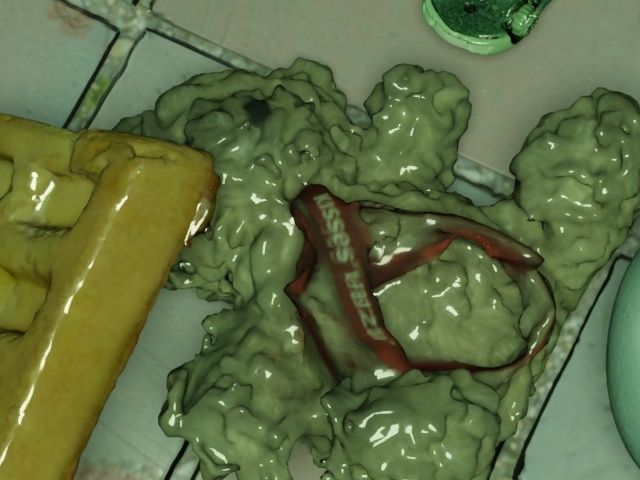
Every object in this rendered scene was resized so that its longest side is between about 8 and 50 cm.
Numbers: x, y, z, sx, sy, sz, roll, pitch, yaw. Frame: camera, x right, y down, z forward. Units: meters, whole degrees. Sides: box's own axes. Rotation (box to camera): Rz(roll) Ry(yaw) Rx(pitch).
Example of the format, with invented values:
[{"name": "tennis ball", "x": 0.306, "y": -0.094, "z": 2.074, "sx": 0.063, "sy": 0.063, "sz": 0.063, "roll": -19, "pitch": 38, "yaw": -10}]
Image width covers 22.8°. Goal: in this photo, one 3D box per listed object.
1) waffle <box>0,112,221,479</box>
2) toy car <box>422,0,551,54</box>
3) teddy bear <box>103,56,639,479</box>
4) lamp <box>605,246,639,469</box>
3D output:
[{"name": "waffle", "x": -0.244, "y": 0.066, "z": 1.039, "sx": 0.304, "sy": 0.077, "sz": 0.348, "roll": 14, "pitch": 75, "yaw": 42}, {"name": "toy car", "x": 0.144, "y": -0.207, "z": 1.180, "sx": 0.093, "sy": 0.058, "sz": 0.186, "roll": 35, "pitch": 67, "yaw": 12}, {"name": "teddy bear", "x": 0.000, "y": 0.000, "z": 1.058, "sx": 0.368, "sy": 0.224, "sz": 0.357, "roll": 31, "pitch": 60, "yaw": 12}, {"name": "lamp", "x": 0.269, "y": 0.100, "z": 1.023, "sx": 0.147, "sy": 0.209, "sz": 0.284, "roll": -19, "pitch": 87, "yaw": 35}]
